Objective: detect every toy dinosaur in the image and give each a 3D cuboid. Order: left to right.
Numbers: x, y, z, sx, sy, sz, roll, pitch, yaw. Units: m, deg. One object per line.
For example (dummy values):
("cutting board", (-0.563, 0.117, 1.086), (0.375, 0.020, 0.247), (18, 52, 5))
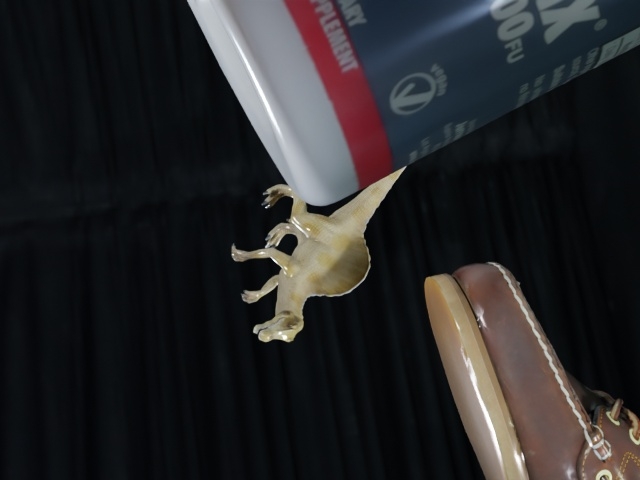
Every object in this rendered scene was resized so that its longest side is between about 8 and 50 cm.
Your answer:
("toy dinosaur", (0.000, 0.000, 1.070), (0.092, 0.183, 0.053), (26, 159, 29))

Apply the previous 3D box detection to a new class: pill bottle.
("pill bottle", (0.052, -0.094, 0.368), (0.180, 0.108, 0.108), (-28, 153, -3))

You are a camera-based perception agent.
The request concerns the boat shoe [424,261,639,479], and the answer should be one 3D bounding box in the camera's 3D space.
("boat shoe", (0.105, 0.099, 0.632), (0.073, 0.207, 0.073), (-22, -165, -3))
